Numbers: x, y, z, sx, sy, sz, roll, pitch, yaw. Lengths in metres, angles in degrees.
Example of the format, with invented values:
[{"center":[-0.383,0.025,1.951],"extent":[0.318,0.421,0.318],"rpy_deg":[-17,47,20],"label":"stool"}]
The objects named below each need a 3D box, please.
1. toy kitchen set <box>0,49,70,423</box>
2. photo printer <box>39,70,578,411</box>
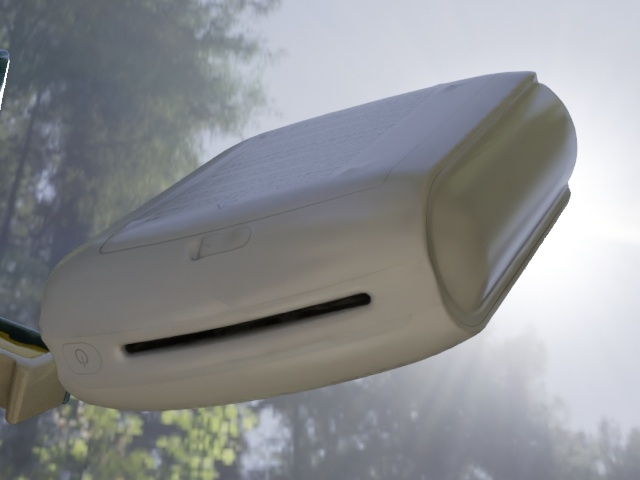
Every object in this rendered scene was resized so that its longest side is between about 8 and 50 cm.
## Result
[{"center":[-0.220,-0.011,0.976],"extent":[0.166,0.122,0.207],"rpy_deg":[19,-73,13],"label":"toy kitchen set"},{"center":[0.000,0.000,0.858],"extent":[0.256,0.307,0.107],"rpy_deg":[-13,-76,24],"label":"photo printer"}]
